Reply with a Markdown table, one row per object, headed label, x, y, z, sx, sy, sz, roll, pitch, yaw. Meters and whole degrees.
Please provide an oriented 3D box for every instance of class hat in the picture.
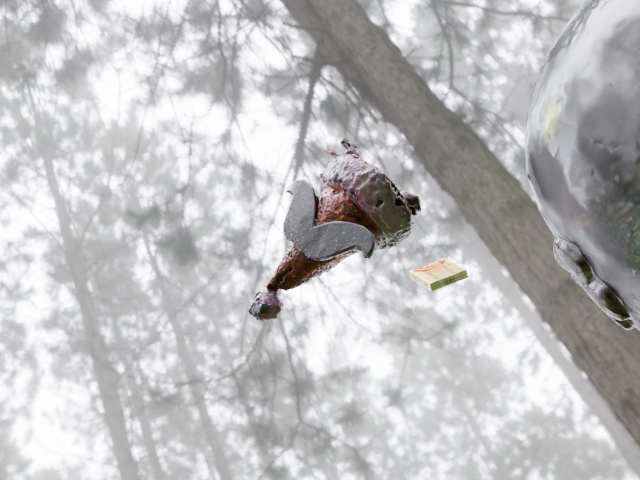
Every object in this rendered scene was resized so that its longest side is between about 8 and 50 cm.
| label | x | y | z | sx | sy | sz | roll | pitch | yaw |
| --- | --- | --- | --- | --- | --- | --- | --- | --- | --- |
| hat | -0.002 | -0.003 | 0.961 | 0.227 | 0.140 | 0.129 | -44 | -13 | -13 |

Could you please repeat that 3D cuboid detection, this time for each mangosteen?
| label | x | y | z | sx | sy | sz | roll | pitch | yaw |
| --- | --- | --- | --- | --- | --- | --- | --- | --- | --- |
| mangosteen | 0.271 | -0.061 | 0.531 | 0.288 | 0.288 | 0.288 | -15 | -43 | -15 |

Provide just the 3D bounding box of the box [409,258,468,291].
| label | x | y | z | sx | sy | sz | roll | pitch | yaw |
| --- | --- | --- | --- | --- | --- | --- | --- | --- | --- |
| box | 0.169 | 0.049 | 1.247 | 0.058 | 0.093 | 0.015 | -21 | -77 | -8 |
